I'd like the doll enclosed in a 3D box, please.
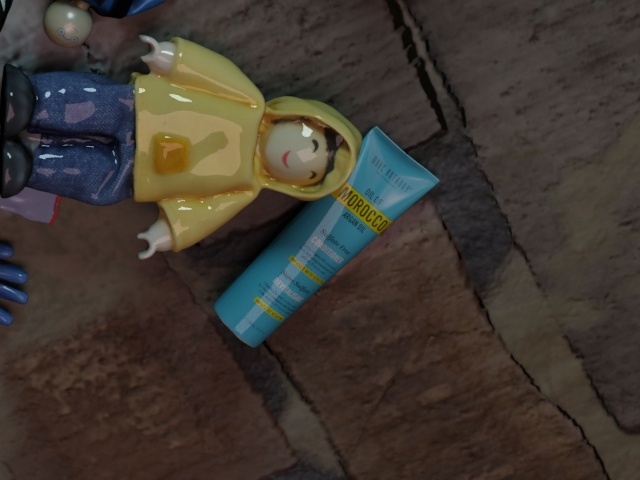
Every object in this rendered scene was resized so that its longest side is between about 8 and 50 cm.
[{"bbox_3d":[-0.147,-0.219,1.323,0.129,0.046,0.189,22,121,-34],"label":"doll"}]

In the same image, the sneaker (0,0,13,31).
[{"bbox_3d":[-0.341,-0.108,1.306,0.302,0.121,0.108,-42,120,14],"label":"sneaker"}]

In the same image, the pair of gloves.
[{"bbox_3d":[-0.293,-0.013,1.434,0.159,0.023,0.198,16,117,-21],"label":"pair of gloves"}]

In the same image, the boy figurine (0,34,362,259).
[{"bbox_3d":[-0.107,-0.068,1.395,0.285,0.092,0.177,5,104,-14],"label":"boy figurine"}]

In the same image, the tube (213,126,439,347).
[{"bbox_3d":[0.000,0.000,1.494,0.207,0.052,0.080,-45,126,10],"label":"tube"}]
